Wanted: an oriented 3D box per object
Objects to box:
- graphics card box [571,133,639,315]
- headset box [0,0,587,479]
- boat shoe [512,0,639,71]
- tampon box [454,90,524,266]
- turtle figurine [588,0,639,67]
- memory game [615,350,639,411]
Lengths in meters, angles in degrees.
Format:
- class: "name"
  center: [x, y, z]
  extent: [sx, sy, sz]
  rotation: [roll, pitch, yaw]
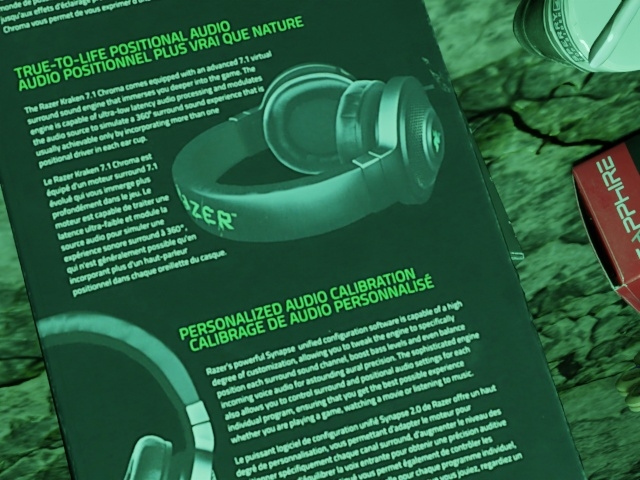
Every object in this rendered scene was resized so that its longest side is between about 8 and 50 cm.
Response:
- class: "graphics card box"
  center: [0.361, -0.054, 0.933]
  extent: [0.371, 0.094, 0.233]
  rotation: [-27, 152, 17]
- class: "headset box"
  center: [-0.043, -0.018, 0.516]
  extent: [0.131, 0.283, 0.246]
  rotation: [-14, 167, -10]
- class: "boat shoe"
  center: [0.195, -0.130, 0.717]
  extent: [0.219, 0.078, 0.070]
  rotation: [-14, -172, -18]
- class: "tampon box"
  center: [0.000, 0.000, 0.763]
  extent: [0.101, 0.120, 0.161]
  rotation: [2, 146, -37]
- class: "turtle figurine"
  center: [0.249, -0.172, 0.483]
  extent: [0.275, 0.198, 0.266]
  rotation: [-52, 165, -52]
- class: "memory game"
  center: [0.302, 0.073, 1.106]
  extent: [0.186, 0.012, 0.186]
  rotation: [-29, -171, 5]
